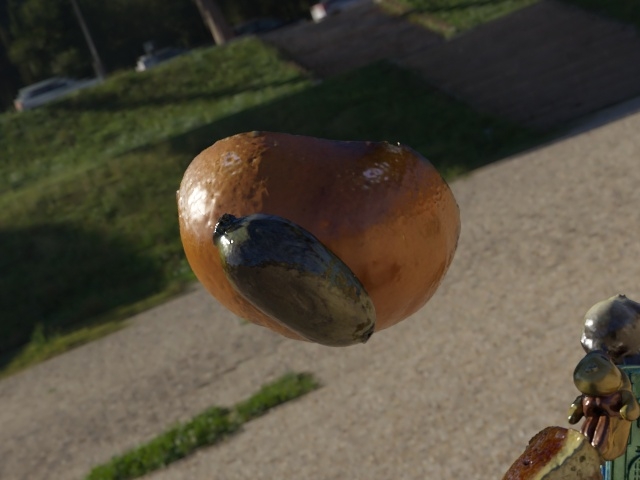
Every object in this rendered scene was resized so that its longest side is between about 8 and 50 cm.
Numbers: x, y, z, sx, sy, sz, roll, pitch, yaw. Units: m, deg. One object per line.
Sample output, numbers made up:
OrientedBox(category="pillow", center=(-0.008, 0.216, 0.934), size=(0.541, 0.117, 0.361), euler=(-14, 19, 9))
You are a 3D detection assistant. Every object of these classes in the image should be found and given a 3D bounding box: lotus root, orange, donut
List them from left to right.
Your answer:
OrientedBox(category="lotus root", center=(-0.025, 0.038, 1.138), size=(0.089, 0.179, 0.080), euler=(-50, 3, 44))
OrientedBox(category="orange", center=(0.002, -0.001, 1.454), size=(0.310, 0.274, 0.274), euler=(-7, -2, -26))
OrientedBox(category="donut", center=(0.220, 0.302, 1.233), size=(0.112, 0.295, 0.151), euler=(-29, 29, -21))

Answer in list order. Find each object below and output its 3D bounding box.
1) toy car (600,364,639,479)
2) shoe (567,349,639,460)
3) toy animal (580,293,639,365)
OrientedBox(category="toy car", center=(0.339, 0.246, 1.335), size=(0.090, 0.224, 0.076), euler=(4, -3, -17))
OrientedBox(category="shoe", center=(0.290, 0.171, 1.256), size=(0.072, 0.109, 0.069), euler=(16, 9, 32))
OrientedBox(category="toy animal", center=(0.448, 0.198, 1.753), size=(0.169, 0.233, 0.121), euler=(10, -21, -29))
